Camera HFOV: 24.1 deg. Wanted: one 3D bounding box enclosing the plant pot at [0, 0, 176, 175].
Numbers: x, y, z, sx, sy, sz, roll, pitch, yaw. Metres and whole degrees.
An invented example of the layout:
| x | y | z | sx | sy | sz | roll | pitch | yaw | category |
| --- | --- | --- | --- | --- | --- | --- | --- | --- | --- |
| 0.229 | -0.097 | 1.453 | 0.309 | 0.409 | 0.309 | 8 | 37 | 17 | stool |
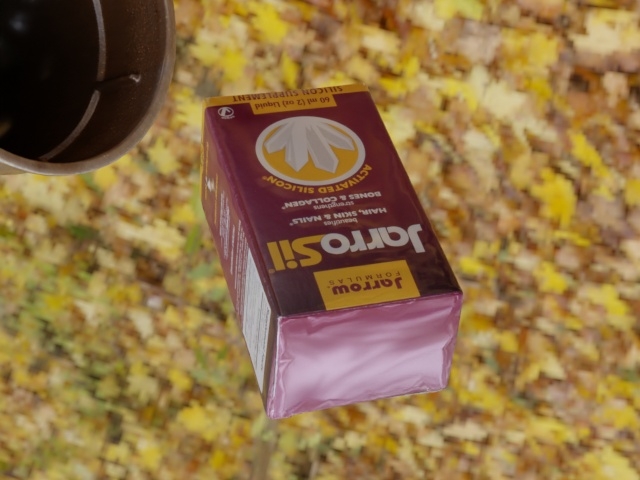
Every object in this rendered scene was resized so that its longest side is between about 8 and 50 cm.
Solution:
| x | y | z | sx | sy | sz | roll | pitch | yaw | category |
| --- | --- | --- | --- | --- | --- | --- | --- | --- | --- |
| -0.183 | -0.095 | 0.698 | 0.165 | 0.167 | 0.167 | -14 | 138 | 40 | plant pot |

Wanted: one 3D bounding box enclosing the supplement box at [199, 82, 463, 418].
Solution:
| x | y | z | sx | sy | sz | roll | pitch | yaw | category |
| --- | --- | --- | --- | --- | --- | --- | --- | --- | --- |
| 0.000 | 0.000 | 0.849 | 0.104 | 0.188 | 0.081 | -7 | 134 | -14 | supplement box |
